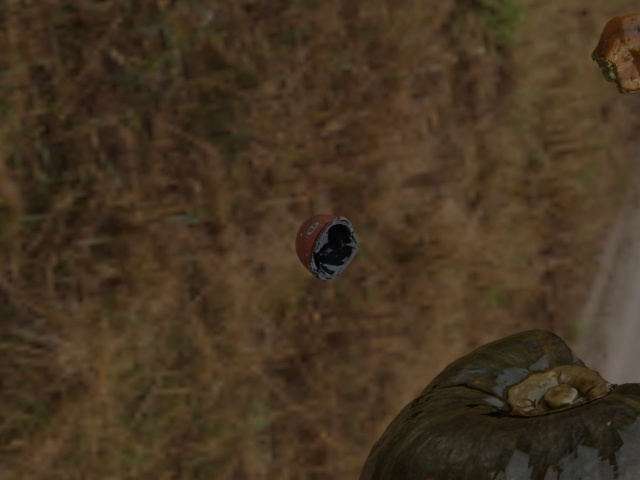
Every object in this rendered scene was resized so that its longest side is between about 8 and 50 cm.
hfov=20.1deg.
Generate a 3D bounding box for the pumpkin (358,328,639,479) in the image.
[{"bbox_3d":[0.146,0.220,1.331,0.242,0.232,0.325,64,-8,-13],"label":"pumpkin"}]

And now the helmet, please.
[{"bbox_3d":[-0.001,-0.001,1.828,0.065,0.049,0.084,-47,149,-14],"label":"helmet"}]

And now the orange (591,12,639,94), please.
[{"bbox_3d":[0.323,-0.197,1.861,0.062,0.086,0.086,-83,152,-57],"label":"orange"}]
